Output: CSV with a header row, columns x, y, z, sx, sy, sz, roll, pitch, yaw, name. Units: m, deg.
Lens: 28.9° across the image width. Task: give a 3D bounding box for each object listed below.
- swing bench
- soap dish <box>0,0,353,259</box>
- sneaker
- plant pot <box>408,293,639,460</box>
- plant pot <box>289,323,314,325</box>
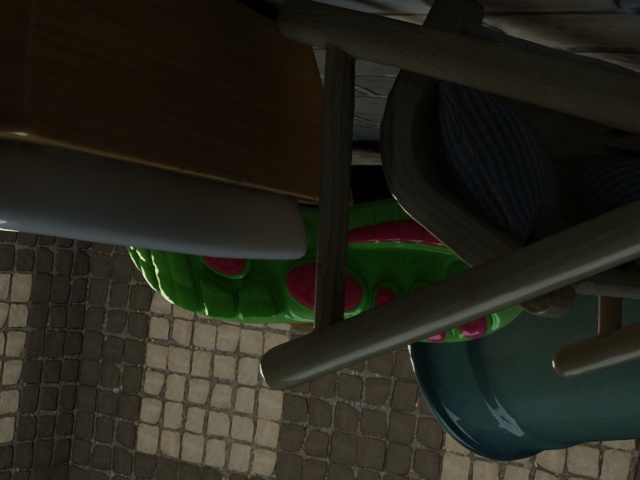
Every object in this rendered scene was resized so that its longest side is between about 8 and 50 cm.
x,y,z,sx,sy,sz,roll,pitch,yaw,name
0.152,-0.013,0.524,0.255,0.165,0.253,-2,174,41,swing bench
-0.137,-0.061,0.532,0.229,0.118,0.291,6,180,21,soap dish
0.000,0.000,1.266,0.483,0.185,0.202,15,-169,25,sneaker
0.333,0.089,1.418,0.341,0.341,0.334,7,172,-37,plant pot
-0.014,-0.005,1.648,0.205,0.205,0.188,6,164,-6,plant pot
